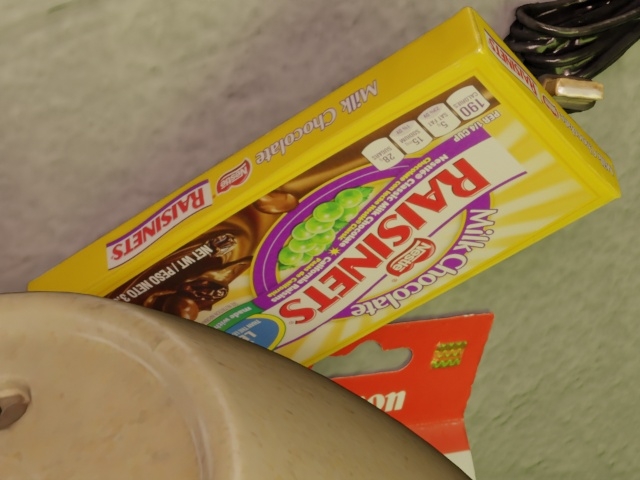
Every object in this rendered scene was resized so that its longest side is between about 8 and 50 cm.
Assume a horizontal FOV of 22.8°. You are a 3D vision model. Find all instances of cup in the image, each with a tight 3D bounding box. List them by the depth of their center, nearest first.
[{"bbox_3d":[-0.068,0.154,0.486,0.331,0.331,0.237,-34,137,-11],"label":"cup"}]

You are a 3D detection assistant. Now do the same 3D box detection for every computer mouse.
[{"bbox_3d":[0.159,-0.108,0.573,0.184,0.262,0.060,-32,102,-9],"label":"computer mouse"}]

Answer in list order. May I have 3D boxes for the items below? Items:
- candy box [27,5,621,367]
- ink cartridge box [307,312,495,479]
[{"bbox_3d":[0.000,0.000,0.599,0.206,0.027,0.105,-31,138,22],"label":"candy box"},{"bbox_3d":[0.015,0.125,0.733,0.145,0.045,0.179,-4,122,-32],"label":"ink cartridge box"}]
